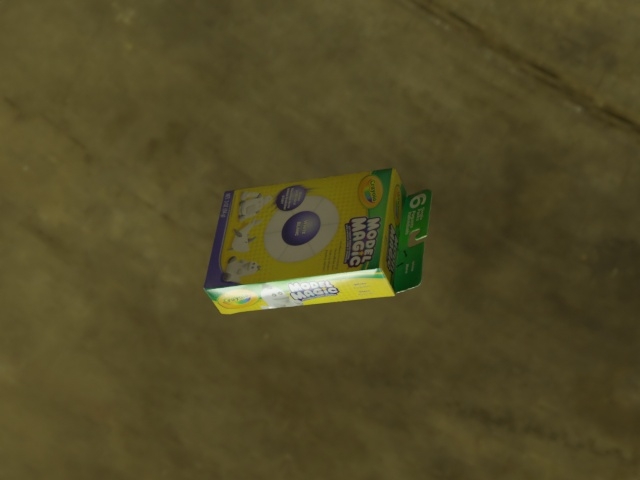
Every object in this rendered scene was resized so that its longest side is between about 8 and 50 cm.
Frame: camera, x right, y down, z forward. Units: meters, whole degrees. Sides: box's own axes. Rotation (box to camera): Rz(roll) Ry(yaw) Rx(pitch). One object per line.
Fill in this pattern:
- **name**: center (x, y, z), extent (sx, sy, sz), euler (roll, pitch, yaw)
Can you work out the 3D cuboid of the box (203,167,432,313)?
- **box**: center (0.000, 0.000, 1.220), extent (0.179, 0.105, 0.043), euler (-6, 142, 20)
